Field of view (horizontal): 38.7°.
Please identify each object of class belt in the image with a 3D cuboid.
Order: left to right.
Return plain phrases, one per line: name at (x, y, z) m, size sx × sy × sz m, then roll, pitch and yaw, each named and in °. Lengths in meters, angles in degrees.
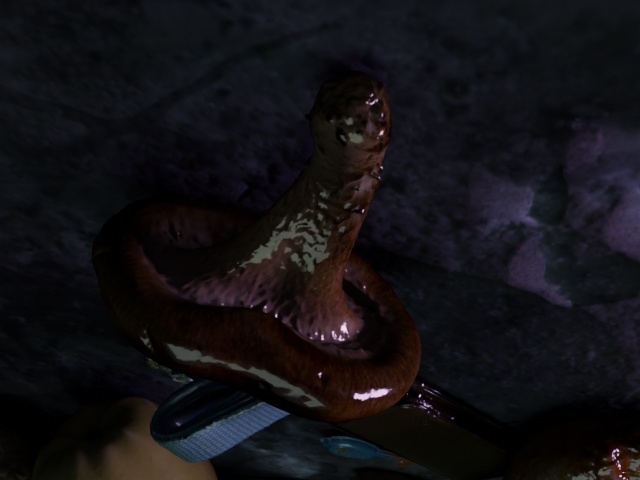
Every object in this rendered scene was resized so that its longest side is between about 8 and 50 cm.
belt at (-0.064, 0.119, 0.782) m, size 0.179 × 0.100 × 0.065 m, roll -24°, pitch 137°, yaw 18°

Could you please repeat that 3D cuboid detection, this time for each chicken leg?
chicken leg at (0.272, 0.233, 0.835) m, size 0.322 × 0.083 × 0.178 m, roll -3°, pitch 118°, yaw 15°

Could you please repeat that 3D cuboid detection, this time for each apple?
apple at (-0.192, 0.254, 0.904) m, size 0.199 × 0.200 × 0.200 m, roll 5°, pitch 148°, yaw 3°

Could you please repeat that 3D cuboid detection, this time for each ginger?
ginger at (-0.351, 0.267, 1.022) m, size 0.218 × 0.123 × 0.270 m, roll -5°, pitch 157°, yaw 21°

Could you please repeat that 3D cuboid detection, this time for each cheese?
cheese at (0.051, 0.220, 0.953) m, size 0.111 × 0.017 × 0.047 m, roll 18°, pitch 149°, yaw -17°

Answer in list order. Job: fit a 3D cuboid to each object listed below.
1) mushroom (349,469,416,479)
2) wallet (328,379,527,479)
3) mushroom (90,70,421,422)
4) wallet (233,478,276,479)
mushroom at (0.122, 0.331, 1.051) m, size 0.209 × 0.094 × 0.072 m, roll 34°, pitch 142°, yaw -29°
wallet at (0.110, 0.187, 0.876) m, size 0.110 × 0.031 × 0.198 m, roll -25°, pitch 136°, yaw 39°
mushroom at (0.000, 0.000, 0.539) m, size 0.226 × 0.148 × 0.217 m, roll 18°, pitch 131°, yaw -25°
wallet at (-0.037, 0.362, 1.157) m, size 0.141 × 0.059 × 0.202 m, roll 0°, pitch 147°, yaw 8°
